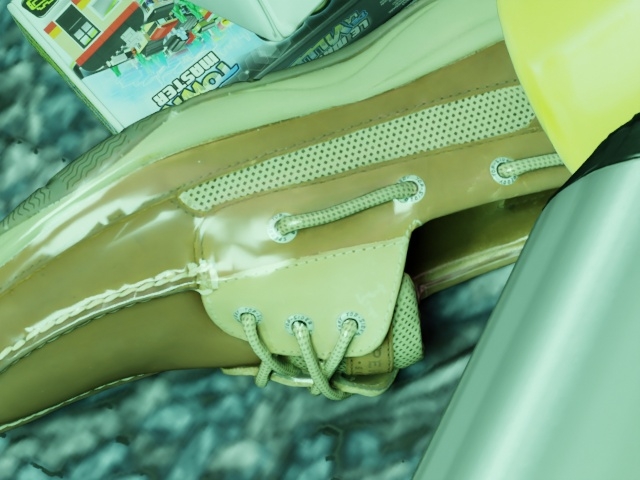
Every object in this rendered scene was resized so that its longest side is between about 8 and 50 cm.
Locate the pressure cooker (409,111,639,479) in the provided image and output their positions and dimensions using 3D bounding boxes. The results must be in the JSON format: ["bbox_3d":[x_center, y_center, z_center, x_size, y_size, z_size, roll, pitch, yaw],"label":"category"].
[{"bbox_3d":[0.158,0.212,0.546,0.369,0.375,0.420,17,70,33],"label":"pressure cooker"}]

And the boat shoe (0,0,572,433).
[{"bbox_3d":[0.000,0.000,0.799,0.324,0.122,0.120,-28,71,-3],"label":"boat shoe"}]

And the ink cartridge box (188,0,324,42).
[{"bbox_3d":[-0.005,-0.259,0.859,0.307,0.129,0.223,-46,44,-14],"label":"ink cartridge box"}]

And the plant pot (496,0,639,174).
[{"bbox_3d":[0.201,-0.107,0.696,0.239,0.254,0.254,-31,59,35],"label":"plant pot"}]

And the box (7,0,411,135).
[{"bbox_3d":[-0.025,-0.127,0.903,0.207,0.036,0.114,-40,66,-8],"label":"box"}]
